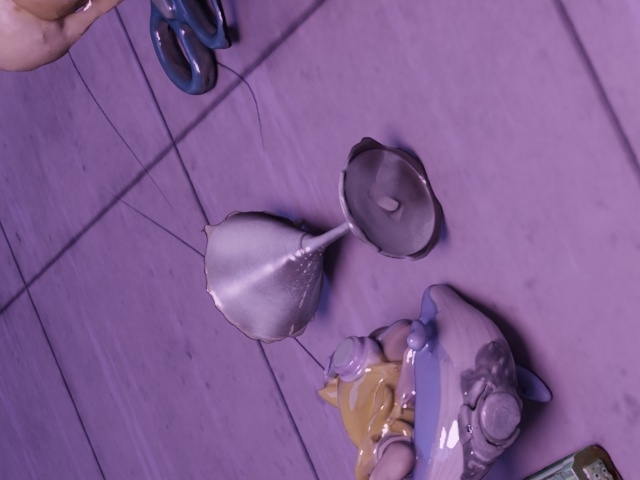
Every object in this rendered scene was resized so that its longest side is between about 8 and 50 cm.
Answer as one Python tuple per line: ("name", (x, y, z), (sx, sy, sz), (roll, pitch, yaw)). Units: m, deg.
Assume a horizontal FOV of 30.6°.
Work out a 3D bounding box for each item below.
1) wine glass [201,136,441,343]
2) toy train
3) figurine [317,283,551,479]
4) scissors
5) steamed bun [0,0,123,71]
("wine glass", (0.000, 0.000, 0.900), (0.183, 0.122, 0.122), (-32, 80, 51))
("toy train", (0.165, 0.201, 0.836), (0.071, 0.038, 0.148), (63, 145, 16))
("figurine", (0.070, 0.127, 0.834), (0.184, 0.128, 0.208), (-17, 51, 55))
("scissors", (-0.163, -0.268, 1.051), (0.289, 0.041, 0.138), (60, 151, 14))
("steamed bun", (-0.179, -0.299, 0.790), (0.325, 0.372, 0.230), (3, 136, 35))
